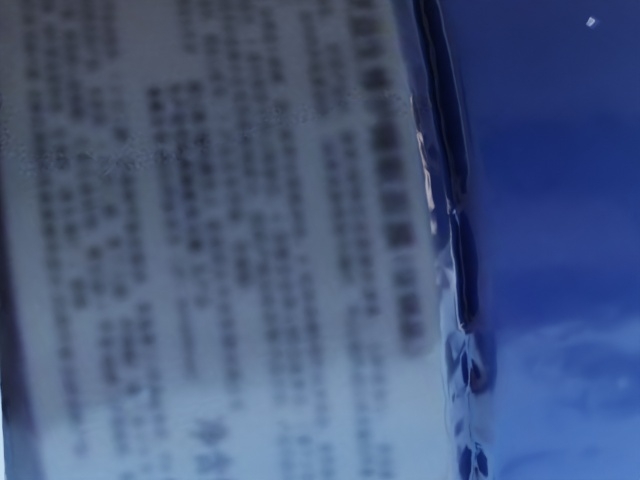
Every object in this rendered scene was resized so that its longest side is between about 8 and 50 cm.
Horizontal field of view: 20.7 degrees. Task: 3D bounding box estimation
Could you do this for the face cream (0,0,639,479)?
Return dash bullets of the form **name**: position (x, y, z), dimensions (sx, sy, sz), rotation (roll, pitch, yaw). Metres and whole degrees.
- **face cream**: position (0.000, 0.000, 0.614), dimensions (0.225, 0.249, 0.249), rotation (-5, -158, -6)
